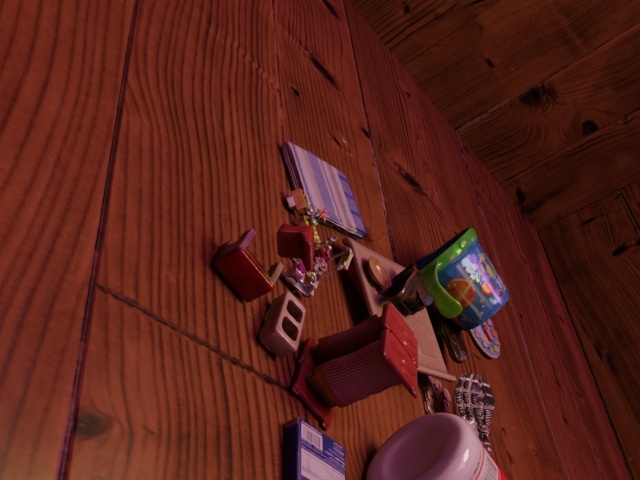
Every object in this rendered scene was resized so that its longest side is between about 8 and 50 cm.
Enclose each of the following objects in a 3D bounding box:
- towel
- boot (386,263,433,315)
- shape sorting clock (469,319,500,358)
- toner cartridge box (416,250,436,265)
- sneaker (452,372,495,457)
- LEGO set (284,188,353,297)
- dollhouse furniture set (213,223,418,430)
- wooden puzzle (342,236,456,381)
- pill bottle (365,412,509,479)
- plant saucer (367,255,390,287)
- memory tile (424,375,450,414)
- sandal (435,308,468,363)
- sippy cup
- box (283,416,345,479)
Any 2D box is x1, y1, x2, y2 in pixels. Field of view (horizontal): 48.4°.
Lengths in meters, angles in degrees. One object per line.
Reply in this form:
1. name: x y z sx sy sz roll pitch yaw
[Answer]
1. towel: 0.011 -0.120 1.775 0.285 0.034 0.209 22 45 -55
2. boot: 0.221 0.129 1.677 0.106 0.082 0.219 54 20 -1
3. shape sorting clock: 0.534 0.290 2.342 0.206 0.040 0.206 45 28 -32
4. toner cartridge box: 0.427 0.116 2.283 0.348 0.075 0.165 0 62 -63
5. sneaker: 0.346 0.449 1.710 0.107 0.118 0.279 19 50 -5
6. LEGO set: 0.000 0.000 1.525 0.132 0.107 0.287 45 30 -34
7. dollhouse furniture set: -0.006 0.138 1.257 0.374 0.201 0.152 52 26 -22
8. wooden puzzle: 0.176 0.182 1.729 0.322 0.080 0.348 27 36 -52
9. pill bottle: 0.283 0.546 1.345 0.408 0.229 0.229 55 25 -15
10. plant saucer: 0.132 0.075 1.651 0.083 0.015 0.083 44 26 -28
11. memory tile: 0.296 0.405 1.787 0.113 0.012 0.148 51 25 -21
12. sandal: 0.361 0.267 2.002 0.090 0.060 0.219 27 33 -25
13. sippy cup: 0.396 0.120 1.982 0.305 0.240 0.224 -39 88 -24
14. box: -0.007 0.416 1.154 0.136 0.036 0.225 43 28 -33
